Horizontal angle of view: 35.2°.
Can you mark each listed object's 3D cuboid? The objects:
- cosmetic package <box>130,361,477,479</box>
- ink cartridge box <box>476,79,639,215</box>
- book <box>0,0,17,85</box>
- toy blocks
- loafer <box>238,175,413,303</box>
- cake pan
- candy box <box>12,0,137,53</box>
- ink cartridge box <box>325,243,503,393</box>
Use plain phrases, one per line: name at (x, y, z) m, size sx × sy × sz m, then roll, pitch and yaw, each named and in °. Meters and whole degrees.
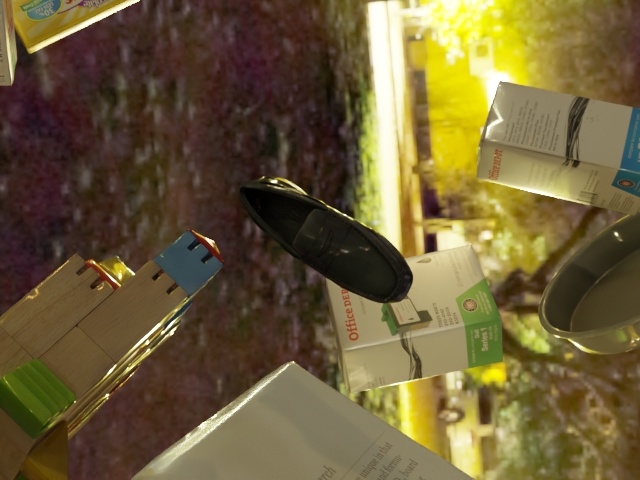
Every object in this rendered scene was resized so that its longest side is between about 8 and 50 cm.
cosmetic package at (0.000, 0.398, 1.024) m, size 0.327 × 0.394 × 0.329 m, roll -30°, pitch 148°, yaw -63°
ink cartridge box at (0.297, -0.109, 1.208) m, size 0.148 × 0.203 × 0.085 m, roll 67°, pitch 39°, yaw -74°
book at (-0.376, -0.264, 1.171) m, size 0.096 × 0.035 × 0.144 m, roll -115°, pitch -157°, yaw -58°
toy blocks at (-0.241, 0.113, 0.991) m, size 0.261 × 0.191 × 0.381 m, roll -45°, pitch 179°, yaw -36°
loafer at (0.000, 0.000, 1.097) m, size 0.078 × 0.223 × 0.076 m, roll 3°, pitch 118°, yaw -60°
cake pan at (0.430, 0.048, 1.352) m, size 0.054 × 0.293 × 0.293 m, roll 51°, pitch 20°, yaw -14°
candy box at (-0.321, -0.340, 1.344) m, size 0.105 × 0.206 × 0.027 m, roll 60°, pitch -12°, yaw 2°
ink cartridge box at (0.125, 0.107, 1.405) m, size 0.160 × 0.220 × 0.092 m, roll -104°, pitch -178°, yaw -49°
